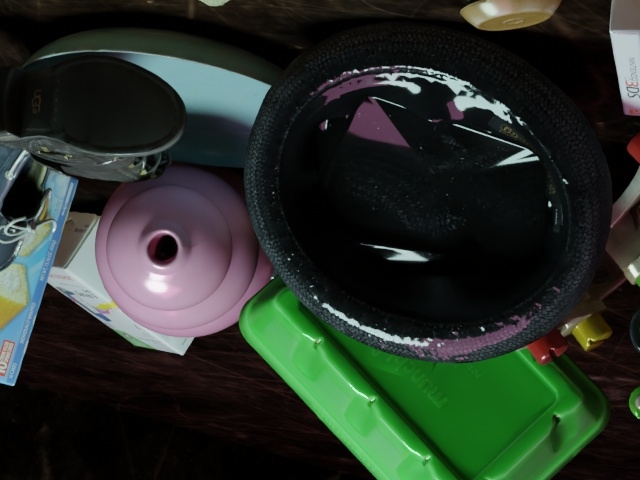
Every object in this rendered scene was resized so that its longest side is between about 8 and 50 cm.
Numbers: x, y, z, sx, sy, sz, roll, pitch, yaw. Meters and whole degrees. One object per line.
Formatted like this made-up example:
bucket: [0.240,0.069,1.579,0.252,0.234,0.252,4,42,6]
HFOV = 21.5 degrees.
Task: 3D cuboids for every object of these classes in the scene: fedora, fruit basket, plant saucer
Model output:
fedora: [0.105,-0.052,1.543,0.334,0.334,0.152,5,-166,15]
fruit basket: [0.126,0.125,1.847,0.392,0.283,0.392,47,175,6]
plant saucer: [-0.143,-0.143,1.677,0.317,0.044,0.317,8,166,2]
plant saucer: [0.154,-0.183,1.356,0.083,0.015,0.083,-7,175,-1]

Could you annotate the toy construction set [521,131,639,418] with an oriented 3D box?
toy construction set: [0.263,0.002,1.707,0.308,0.257,0.237,26,-177,18]

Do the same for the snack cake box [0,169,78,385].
snack cake box: [-0.409,0.025,2.012,0.152,0.264,0.089,21,173,-40]

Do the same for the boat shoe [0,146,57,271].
boat shoe: [-0.340,-0.048,1.873,0.079,0.095,0.254,38,132,18]

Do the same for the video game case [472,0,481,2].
video game case: [0.103,-0.245,1.191,0.196,0.026,0.274,16,165,-24]

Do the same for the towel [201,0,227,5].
towel: [-0.107,-0.229,1.367,0.110,0.027,0.148,12,165,-15]

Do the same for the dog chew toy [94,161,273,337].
dog chew toy: [-0.153,0.007,1.841,0.206,0.207,0.332,9,180,0]

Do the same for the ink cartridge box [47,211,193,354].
ink cartridge box: [-0.270,0.055,2.248,0.212,0.093,0.154,41,161,-28]

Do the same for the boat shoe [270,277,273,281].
boat shoe: [0.046,0.056,2.232,0.320,0.103,0.118,22,180,-24]

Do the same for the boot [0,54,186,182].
boot: [-0.206,-0.106,1.645,0.263,0.091,0.229,7,171,24]

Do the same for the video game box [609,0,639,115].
video game box: [0.343,-0.146,1.373,0.205,0.048,0.187,5,167,16]

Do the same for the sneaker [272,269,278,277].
sneaker: [0.000,0.000,2.011,0.153,0.101,0.268,18,155,12]
